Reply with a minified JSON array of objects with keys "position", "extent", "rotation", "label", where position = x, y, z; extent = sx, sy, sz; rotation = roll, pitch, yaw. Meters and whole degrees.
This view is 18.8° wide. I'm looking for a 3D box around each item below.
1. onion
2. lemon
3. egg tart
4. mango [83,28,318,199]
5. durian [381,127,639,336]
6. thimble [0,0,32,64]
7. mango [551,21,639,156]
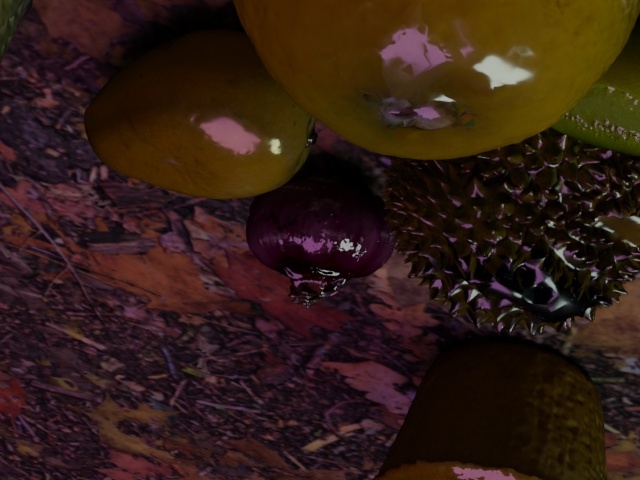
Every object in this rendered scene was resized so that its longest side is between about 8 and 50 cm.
[{"position":[0.000,0.000,1.454],"extent":[0.115,0.104,0.115],"rotation":[10,166,3],"label":"onion"},{"position":[0.063,-0.150,1.070],"extent":[0.240,0.219,0.240],"rotation":[8,146,6],"label":"lemon"},{"position":[0.153,0.189,1.622],"extent":[0.215,0.171,0.215],"rotation":[12,150,7],"label":"egg tart"},{"position":[-0.087,-0.087,1.362],"extent":[0.195,0.098,0.137],"rotation":[0,149,37],"label":"mango"},{"position":[0.157,-0.007,1.335],"extent":[0.193,0.138,0.237],"rotation":[35,143,-29],"label":"durian"},{"position":[-0.340,-0.157,1.307],"extent":[0.270,0.150,0.271],"rotation":[11,149,7],"label":"thimble"},{"position":[0.194,-0.103,1.231],"extent":[0.165,0.074,0.091],"rotation":[22,143,18],"label":"mango"}]
